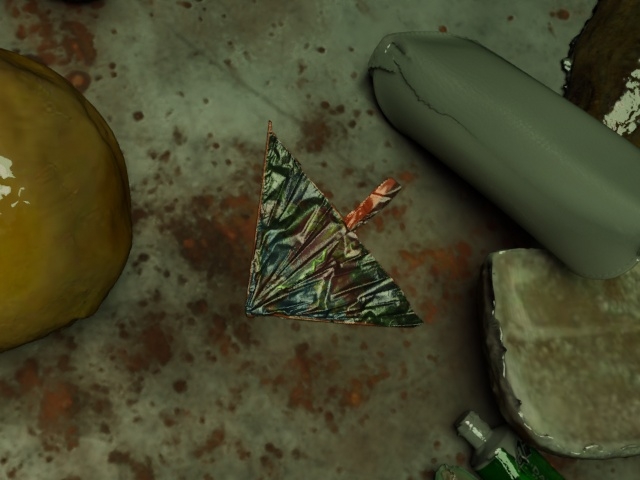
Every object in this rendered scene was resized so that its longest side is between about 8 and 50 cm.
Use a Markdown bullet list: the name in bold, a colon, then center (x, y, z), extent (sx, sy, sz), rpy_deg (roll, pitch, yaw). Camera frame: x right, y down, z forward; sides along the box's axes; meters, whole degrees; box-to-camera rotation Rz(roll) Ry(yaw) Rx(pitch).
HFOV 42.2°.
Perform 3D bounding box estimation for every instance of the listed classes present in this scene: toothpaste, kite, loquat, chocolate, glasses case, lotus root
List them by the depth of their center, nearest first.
- **loquat**: center (-0.255, -0.029, 0.609), extent (0.239, 0.193, 0.238), rpy_deg (-1, 101, -7)
- **toothpaste**: center (0.210, 0.238, 0.710), extent (0.248, 0.047, 0.078), rpy_deg (45, 40, 1)
- **chocolate**: center (0.276, 0.096, 0.724), extent (0.303, 0.100, 0.185), rpy_deg (-3, 63, -14)
- **glasses case**: center (0.178, -0.083, 0.725), extent (0.128, 0.083, 0.308), rpy_deg (-22, 52, -33)
- **kite**: center (0.000, 0.000, 0.743), extent (0.189, 0.009, 0.232), rpy_deg (-40, 87, -16)
- **lotus root**: center (0.341, -0.186, 0.817), extent (0.167, 0.078, 0.329), rpy_deg (29, 73, -1)

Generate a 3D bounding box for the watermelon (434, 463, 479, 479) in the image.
- **watermelon**: center (0.146, 0.256, 0.688), extent (0.101, 0.080, 0.155), rpy_deg (-23, 64, -31)
